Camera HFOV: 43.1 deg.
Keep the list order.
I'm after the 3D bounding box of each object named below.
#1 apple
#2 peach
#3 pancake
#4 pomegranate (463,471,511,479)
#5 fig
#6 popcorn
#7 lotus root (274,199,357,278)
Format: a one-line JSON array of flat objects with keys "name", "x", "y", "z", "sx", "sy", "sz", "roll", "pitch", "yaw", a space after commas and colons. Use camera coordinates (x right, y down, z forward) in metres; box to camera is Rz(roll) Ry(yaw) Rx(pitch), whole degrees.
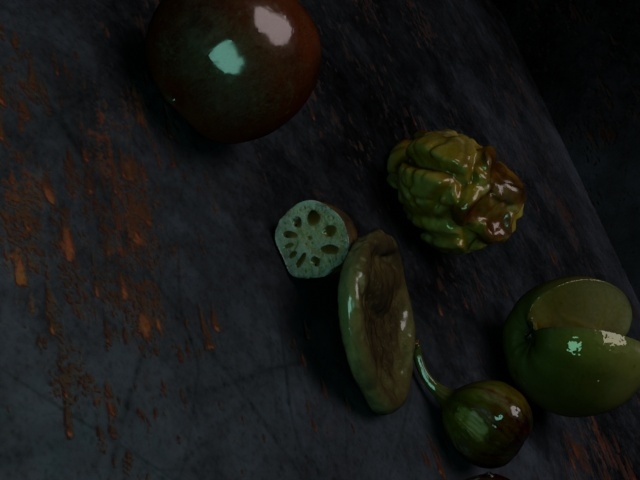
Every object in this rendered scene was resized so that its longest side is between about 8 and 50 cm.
[{"name": "apple", "x": 0.516, "y": 0.214, "z": 1.653, "sx": 0.254, "sy": 0.292, "sz": 0.292, "roll": 15, "pitch": 46, "yaw": -21}, {"name": "peach", "x": -0.128, "y": -0.266, "z": 1.160, "sx": 0.252, "sy": 0.252, "sz": 0.252, "roll": 38, "pitch": 34, "yaw": -32}, {"name": "pancake", "x": 0.094, "y": 0.118, "z": 1.227, "sx": 0.294, "sy": 0.049, "sz": 0.294, "roll": -8, "pitch": 90, "yaw": -71}, {"name": "pomegranate", "x": 0.261, "y": 0.423, "z": 1.203, "sx": 0.159, "sy": 0.129, "sz": 0.129, "roll": 60, "pitch": 28, "yaw": 3}, {"name": "fig", "x": 0.231, "y": 0.262, "z": 1.336, "sx": 0.245, "sy": 0.149, "sz": 0.149, "roll": 38, "pitch": 26, "yaw": 12}, {"name": "popcorn", "x": 0.257, "y": -0.113, "z": 1.648, "sx": 0.332, "sy": 0.225, "sz": 0.265, "roll": 51, "pitch": 8, "yaw": 35}, {"name": "lotus root", "x": 0.002, "y": -0.001, "z": 1.220, "sx": 0.081, "sy": 0.112, "sz": 0.122, "roll": 4, "pitch": 59, "yaw": -58}]
